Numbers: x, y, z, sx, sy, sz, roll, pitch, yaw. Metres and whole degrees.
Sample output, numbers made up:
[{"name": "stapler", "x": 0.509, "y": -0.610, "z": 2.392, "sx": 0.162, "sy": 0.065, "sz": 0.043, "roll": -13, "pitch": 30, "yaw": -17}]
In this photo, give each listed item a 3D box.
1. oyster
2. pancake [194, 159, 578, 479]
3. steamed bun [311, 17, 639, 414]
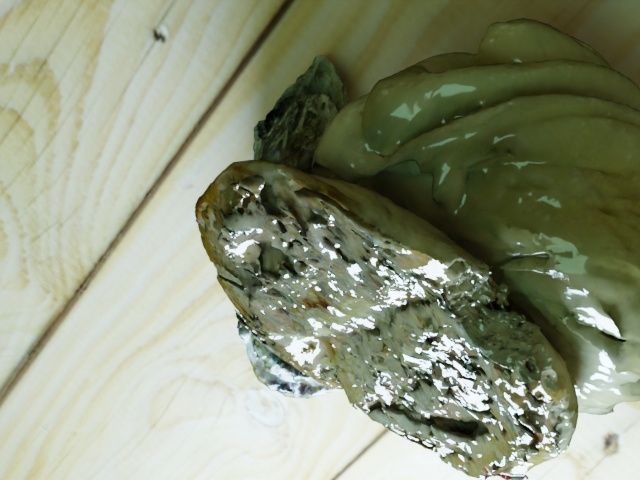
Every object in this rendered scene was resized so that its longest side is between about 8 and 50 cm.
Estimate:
[{"name": "oyster", "x": -0.003, "y": -0.004, "z": 1.336, "sx": 0.162, "sy": 0.158, "sz": 0.350, "roll": -7, "pitch": 112, "yaw": -16}, {"name": "pancake", "x": 0.054, "y": 0.068, "z": 1.149, "sx": 0.382, "sy": 0.071, "sz": 0.382, "roll": 32, "pitch": 156, "yaw": 16}, {"name": "steamed bun", "x": 0.182, "y": -0.023, "z": 1.155, "sx": 0.372, "sy": 0.230, "sz": 0.325, "roll": 37, "pitch": 157, "yaw": -3}]
